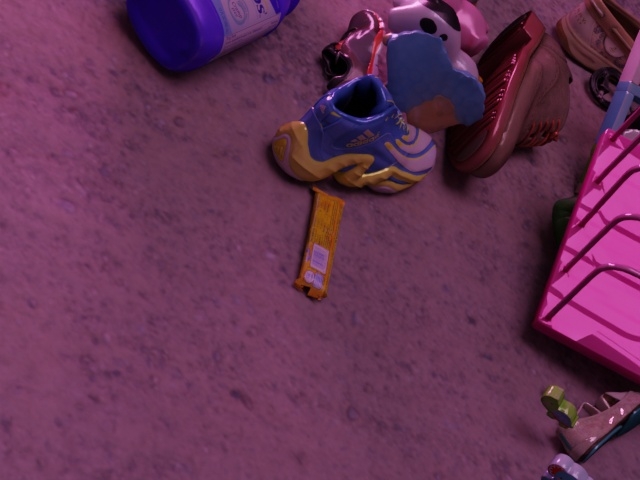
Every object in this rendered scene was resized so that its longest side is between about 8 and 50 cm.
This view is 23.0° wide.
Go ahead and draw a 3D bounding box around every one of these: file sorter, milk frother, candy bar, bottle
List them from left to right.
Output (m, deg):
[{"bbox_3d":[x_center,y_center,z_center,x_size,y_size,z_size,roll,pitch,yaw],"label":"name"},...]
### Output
[{"bbox_3d":[-0.095,-0.276,1.754,0.118,0.092,0.283,59,38,-2],"label":"bottle"},{"bbox_3d":[0.000,0.000,1.648,0.040,0.018,0.161,28,41,-15],"label":"candy bar"},{"bbox_3d":[0.465,-0.206,2.170,0.143,0.135,0.129,23,41,-26],"label":"milk frother"},{"bbox_3d":[0.401,-0.006,1.761,0.202,0.182,0.290,28,59,-5],"label":"file sorter"}]

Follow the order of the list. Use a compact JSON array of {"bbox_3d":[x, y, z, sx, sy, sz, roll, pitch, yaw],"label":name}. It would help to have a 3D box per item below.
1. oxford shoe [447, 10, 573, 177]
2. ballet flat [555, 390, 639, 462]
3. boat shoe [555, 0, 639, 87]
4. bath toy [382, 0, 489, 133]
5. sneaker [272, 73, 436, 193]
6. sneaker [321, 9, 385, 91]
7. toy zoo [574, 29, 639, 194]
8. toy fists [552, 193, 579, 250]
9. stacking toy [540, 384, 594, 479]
[{"bbox_3d":[0.255,-0.165,1.955,0.130,0.123,0.348,43,38,-11],"label":"oxford shoe"},{"bbox_3d":[0.315,0.191,1.729,0.052,0.057,0.168,46,36,19],"label":"ballet flat"},{"bbox_3d":[0.471,-0.262,2.265,0.285,0.089,0.104,21,42,-28],"label":"boat shoe"},{"bbox_3d":[0.156,-0.265,1.945,0.129,0.151,0.348,4,36,7],"label":"bath toy"},{"bbox_3d":[0.066,-0.118,1.730,0.240,0.126,0.091,-7,60,-45],"label":"sneaker"},{"bbox_3d":[0.035,-0.225,1.860,0.065,0.061,0.158,22,42,-18],"label":"sneaker"},{"bbox_3d":[0.464,-0.157,2.056,0.192,0.030,0.293,26,83,-23],"label":"toy zoo"},{"bbox_3d":[0.398,0.011,1.940,0.279,0.096,0.142,13,47,-33],"label":"toy fists"},{"bbox_3d":[0.277,0.268,1.592,0.221,0.052,0.167,42,52,-2],"label":"stacking toy"}]
